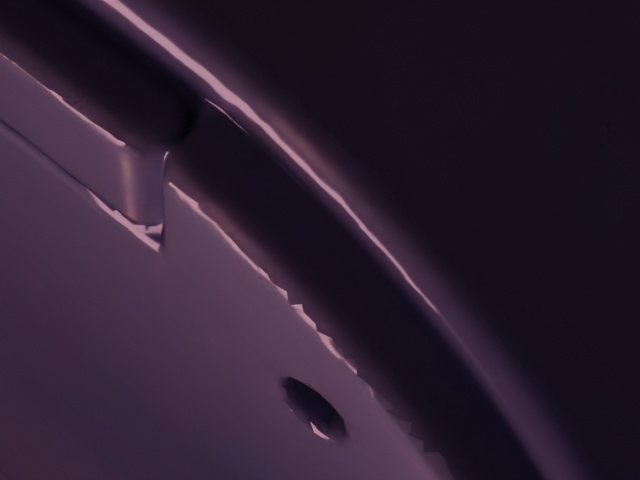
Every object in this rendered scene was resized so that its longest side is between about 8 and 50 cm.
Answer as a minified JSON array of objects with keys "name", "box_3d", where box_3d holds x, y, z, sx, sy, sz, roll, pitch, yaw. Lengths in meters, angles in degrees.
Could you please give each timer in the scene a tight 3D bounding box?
[{"name":"timer","box_3d":[0.000,0.000,0.574,0.395,0.173,0.395,35,154,19]}]
